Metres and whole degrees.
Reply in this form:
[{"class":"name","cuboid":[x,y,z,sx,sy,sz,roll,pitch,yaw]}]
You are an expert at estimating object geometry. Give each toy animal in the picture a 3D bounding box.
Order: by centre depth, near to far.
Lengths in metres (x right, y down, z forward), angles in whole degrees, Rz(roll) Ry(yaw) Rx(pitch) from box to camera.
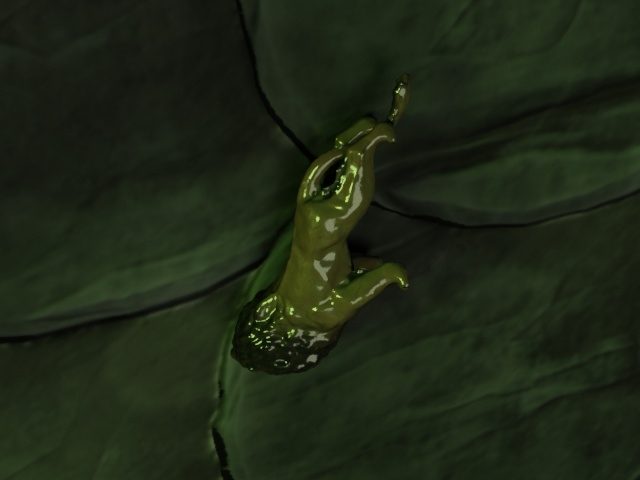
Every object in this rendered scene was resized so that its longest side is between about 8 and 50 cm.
[{"class":"toy animal","cuboid":[0.017,0.000,1.064,0.086,0.069,0.219,10,117,-24]}]
